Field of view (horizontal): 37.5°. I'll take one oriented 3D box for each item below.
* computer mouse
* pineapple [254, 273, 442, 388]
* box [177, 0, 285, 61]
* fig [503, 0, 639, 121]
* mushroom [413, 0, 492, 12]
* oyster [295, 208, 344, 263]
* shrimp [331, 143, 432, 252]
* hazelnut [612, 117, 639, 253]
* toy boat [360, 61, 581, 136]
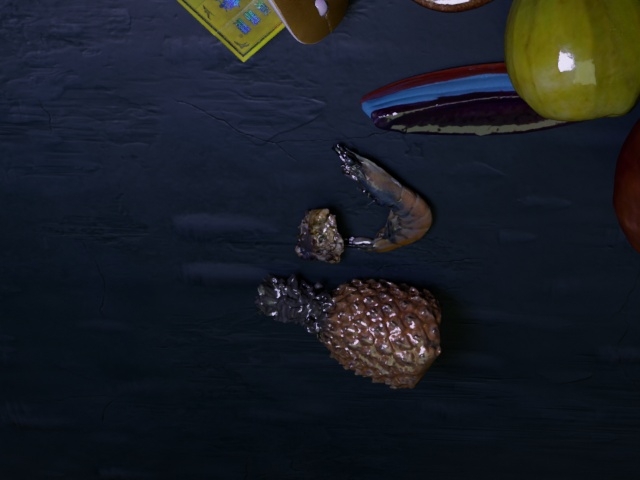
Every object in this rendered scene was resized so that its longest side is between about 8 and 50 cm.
[{"bbox_3d":[-0.050,-0.405,1.382,0.245,0.126,0.056,54,159,-22],"label":"computer mouse"},{"bbox_3d":[0.050,0.157,1.813,0.362,0.202,0.202,14,130,3],"label":"pineapple"},{"bbox_3d":[-0.144,-0.396,1.440,0.141,0.064,0.220,-36,117,28],"label":"box"},{"bbox_3d":[0.378,-0.307,1.353,0.239,0.239,0.271,-10,114,13],"label":"fig"},{"bbox_3d":[0.192,-0.433,1.339,0.231,0.138,0.194,19,137,3],"label":"mushroom"},{"bbox_3d":[-0.005,-0.006,1.745,0.103,0.051,0.148,19,133,20],"label":"oyster"},{"bbox_3d":[0.070,-0.060,1.713,0.198,0.051,0.262,-35,122,30],"label":"shrimp"},{"bbox_3d":[0.656,-0.062,1.430,0.421,0.421,0.353,38,107,-24],"label":"hazelnut"},{"bbox_3d":[0.261,-0.221,1.548,0.392,0.079,0.136,-3,128,4],"label":"toy boat"}]
